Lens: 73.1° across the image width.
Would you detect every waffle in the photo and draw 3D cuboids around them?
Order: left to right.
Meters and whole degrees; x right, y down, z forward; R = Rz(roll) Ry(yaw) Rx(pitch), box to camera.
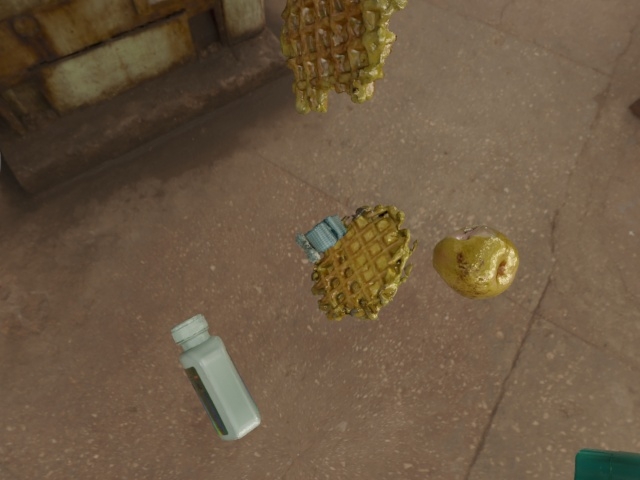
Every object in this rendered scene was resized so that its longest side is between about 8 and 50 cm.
[{"bbox_3d":[0.017,-0.338,0.691,0.058,0.301,0.281,-14,85,-29],"label":"waffle"},{"bbox_3d":[0.081,0.048,0.964,0.262,0.060,0.280,5,75,43],"label":"waffle"}]

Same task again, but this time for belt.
[{"bbox_3d":[-0.003,-0.004,0.760,0.100,0.179,0.065,-34,89,5],"label":"belt"}]

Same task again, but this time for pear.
[{"bbox_3d":[0.334,0.043,0.949,0.178,0.178,0.178,1,64,-2],"label":"pear"}]

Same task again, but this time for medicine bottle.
[{"bbox_3d":[-0.200,0.252,0.810,0.083,0.121,0.228,-26,87,-30],"label":"medicine bottle"}]

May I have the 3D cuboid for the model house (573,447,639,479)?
[{"bbox_3d":[0.292,0.261,0.370,0.127,0.100,0.148,-6,73,-29],"label":"model house"}]
